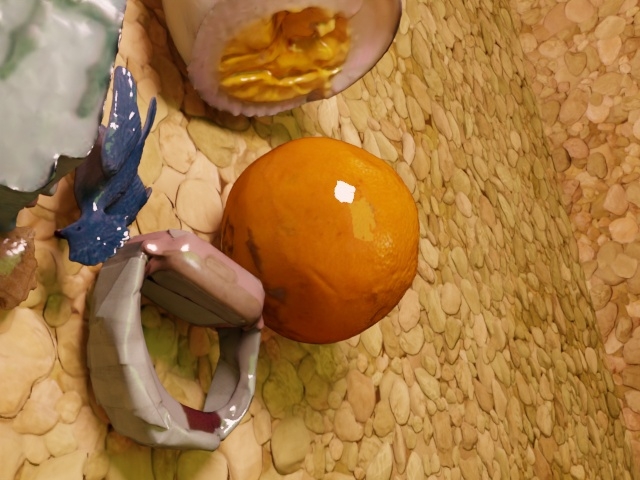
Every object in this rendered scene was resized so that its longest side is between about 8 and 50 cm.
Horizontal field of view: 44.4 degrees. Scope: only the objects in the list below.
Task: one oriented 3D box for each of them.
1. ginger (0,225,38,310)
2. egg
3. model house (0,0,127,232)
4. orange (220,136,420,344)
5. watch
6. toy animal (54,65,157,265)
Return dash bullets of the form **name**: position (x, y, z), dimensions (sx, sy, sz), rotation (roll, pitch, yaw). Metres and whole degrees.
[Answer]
- **ginger**: position (-0.369, 0.049, 0.851), dimensions (0.096, 0.067, 0.165), rotation (52, 52, -25)
- **egg**: position (-0.084, -0.427, 1.227), dimensions (0.354, 0.354, 0.340), rotation (14, 49, -51)
- **model house**: position (-0.353, -0.163, 0.792), dimensions (0.251, 0.329, 0.295), rotation (14, 76, -20)
- **orange**: position (0.000, 0.000, 1.166), dimensions (0.312, 0.312, 0.312), rotation (27, 54, -45)
- **watch**: position (-0.190, 0.141, 1.001), dimensions (0.253, 0.161, 0.241), rotation (39, 59, -34)
- **toy animal**: position (-0.256, -0.082, 0.980), dimensions (0.176, 0.239, 0.255), rotation (35, 59, 11)
